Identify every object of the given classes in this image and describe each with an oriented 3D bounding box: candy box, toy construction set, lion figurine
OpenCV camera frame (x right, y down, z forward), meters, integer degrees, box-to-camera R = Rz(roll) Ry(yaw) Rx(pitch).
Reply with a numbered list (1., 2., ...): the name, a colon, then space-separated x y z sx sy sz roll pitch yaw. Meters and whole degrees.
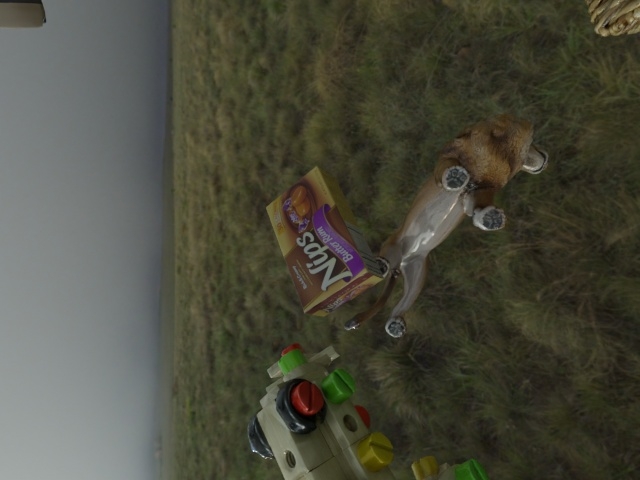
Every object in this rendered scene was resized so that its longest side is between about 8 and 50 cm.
1. candy box: 0.000 0.000 0.575 0.109 0.053 0.186 -35 57 22
2. toy construction set: 0.045 0.222 0.426 0.328 0.215 0.151 41 115 33
3. lion figurine: 0.181 -0.030 0.646 0.392 0.142 0.240 -48 3 27

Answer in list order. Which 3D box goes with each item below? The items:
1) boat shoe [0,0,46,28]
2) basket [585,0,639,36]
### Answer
1. boat shoe: -0.373 -0.255 0.318 0.340 0.127 0.158 -89 6 -60
2. basket: 0.428 -0.360 0.358 0.299 0.223 0.213 168 88 -76
